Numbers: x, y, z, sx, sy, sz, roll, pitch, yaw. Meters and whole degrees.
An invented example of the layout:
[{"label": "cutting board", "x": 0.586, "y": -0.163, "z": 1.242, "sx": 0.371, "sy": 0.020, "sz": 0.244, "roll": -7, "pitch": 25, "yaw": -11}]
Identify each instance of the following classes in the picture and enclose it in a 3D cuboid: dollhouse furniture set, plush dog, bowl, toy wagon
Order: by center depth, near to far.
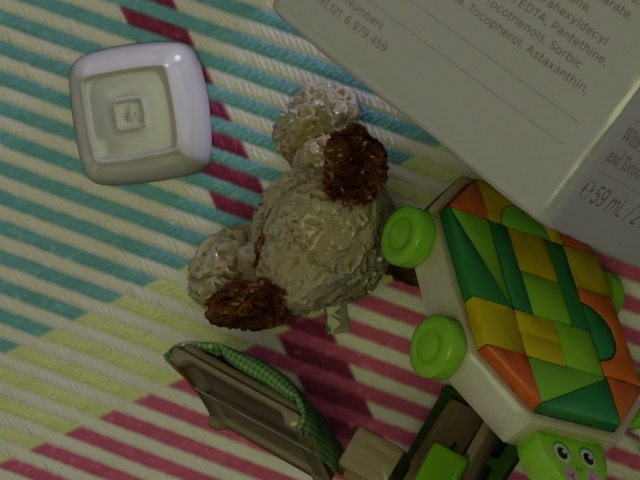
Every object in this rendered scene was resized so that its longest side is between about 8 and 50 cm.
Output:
[{"label": "toy wagon", "x": 0.194, "y": 0.101, "z": 1.469, "sx": 0.068, "sy": 0.267, "sz": 0.344, "roll": -43, "pitch": 45, "yaw": 36}, {"label": "plush dog", "x": 0.000, "y": 0.000, "z": 1.546, "sx": 0.211, "sy": 0.225, "sz": 0.262, "roll": 33, "pitch": 99, "yaw": 5}, {"label": "dollhouse furniture set", "x": 0.030, "y": 0.151, "z": 1.567, "sx": 0.302, "sy": 0.197, "sz": 0.151, "roll": 27, "pitch": 71, "yaw": 21}, {"label": "bowl", "x": -0.185, "y": -0.128, "z": 1.651, "sx": 0.142, "sy": 0.053, "sz": 0.142, "roll": -7, "pitch": 93, "yaw": 9}]

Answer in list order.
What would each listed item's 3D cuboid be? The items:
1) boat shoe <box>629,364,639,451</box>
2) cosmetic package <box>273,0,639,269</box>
[{"label": "boat shoe", "x": 0.330, "y": 0.182, "z": 1.597, "sx": 0.184, "sy": 0.066, "sz": 0.063, "roll": 34, "pitch": 109, "yaw": 4}, {"label": "cosmetic package", "x": 0.246, "y": -0.231, "z": 1.387, "sx": 0.327, "sy": 0.329, "sz": 0.393, "roll": 41, "pitch": 102, "yaw": 30}]
